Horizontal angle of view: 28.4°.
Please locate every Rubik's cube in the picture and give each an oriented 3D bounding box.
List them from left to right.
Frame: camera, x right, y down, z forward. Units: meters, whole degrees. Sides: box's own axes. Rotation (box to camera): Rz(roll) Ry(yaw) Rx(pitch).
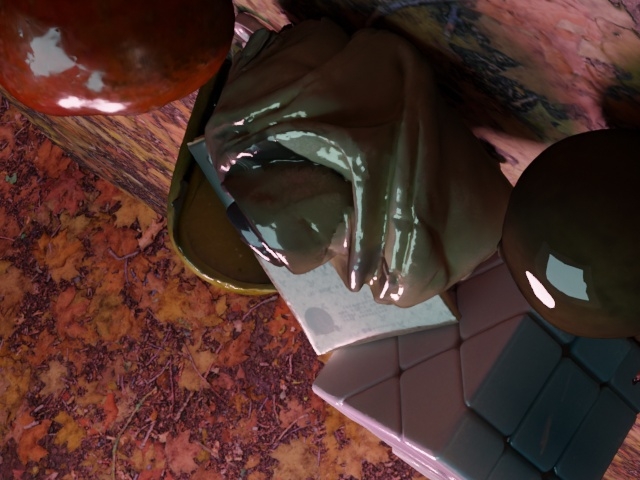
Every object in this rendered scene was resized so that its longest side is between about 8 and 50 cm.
[{"bbox_3d":[0.245,0.206,1.867,0.316,0.321,0.319,42,168,-34],"label":"Rubik's cube"}]

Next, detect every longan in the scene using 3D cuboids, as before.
[{"bbox_3d":[0.259,-0.005,1.147,0.197,0.196,0.220,33,164,11],"label":"longan"}]

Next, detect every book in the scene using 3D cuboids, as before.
[{"bbox_3d":[0.004,-0.016,1.754,0.264,0.031,0.379,-18,111,39],"label":"book"}]

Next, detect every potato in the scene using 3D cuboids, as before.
[{"bbox_3d":[-0.120,-0.061,1.938,0.330,0.280,0.213,36,169,-19],"label":"potato"}]

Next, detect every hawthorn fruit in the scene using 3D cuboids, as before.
[{"bbox_3d":[-0.245,-0.257,1.403,0.284,0.284,0.284,34,171,6],"label":"hawthorn fruit"}]

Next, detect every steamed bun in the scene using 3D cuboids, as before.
[{"bbox_3d":[0.009,-0.065,1.395,0.394,0.237,0.346,39,158,30],"label":"steamed bun"}]

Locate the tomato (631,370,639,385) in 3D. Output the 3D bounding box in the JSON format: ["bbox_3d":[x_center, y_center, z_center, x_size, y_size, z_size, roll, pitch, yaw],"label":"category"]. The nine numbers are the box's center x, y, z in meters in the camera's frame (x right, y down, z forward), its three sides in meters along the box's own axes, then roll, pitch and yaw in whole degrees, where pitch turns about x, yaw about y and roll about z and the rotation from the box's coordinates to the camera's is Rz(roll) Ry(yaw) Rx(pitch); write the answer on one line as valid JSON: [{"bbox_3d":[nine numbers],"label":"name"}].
[{"bbox_3d":[0.496,0.179,1.491,0.228,0.112,0.199,29,177,27],"label":"tomato"}]

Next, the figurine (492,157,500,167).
[{"bbox_3d":[0.159,-0.080,1.522,0.143,0.068,0.101,7,163,35],"label":"figurine"}]

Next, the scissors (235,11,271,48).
[{"bbox_3d":[-0.009,-0.204,1.573,0.242,0.030,0.118,35,171,22],"label":"scissors"}]
